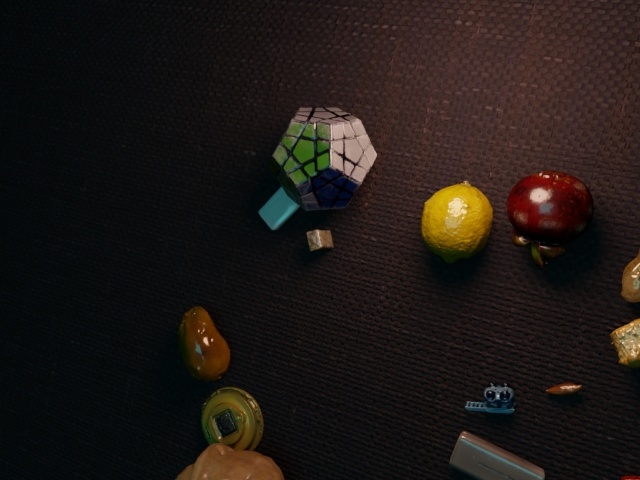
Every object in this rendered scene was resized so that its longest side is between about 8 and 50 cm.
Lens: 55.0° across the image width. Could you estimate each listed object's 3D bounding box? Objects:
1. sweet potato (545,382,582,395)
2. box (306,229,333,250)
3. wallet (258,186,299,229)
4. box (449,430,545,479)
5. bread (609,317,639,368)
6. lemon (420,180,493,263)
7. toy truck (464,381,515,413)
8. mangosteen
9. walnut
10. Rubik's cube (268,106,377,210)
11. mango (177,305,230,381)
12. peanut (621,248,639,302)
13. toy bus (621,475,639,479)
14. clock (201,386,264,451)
[{"bbox_3d":[0.654,0.400,1.650,0.095,0.034,0.034,-15,83,32],"label":"sweet potato"},{"bbox_3d":[0.000,0.000,1.884,0.045,0.098,0.062,-16,81,26],"label":"box"},{"bbox_3d":[-0.113,-0.121,1.968,0.190,0.033,0.095,-43,76,16],"label":"wallet"},{"bbox_3d":[0.486,0.626,1.697,0.243,0.055,0.103,22,97,20],"label":"box"},{"bbox_3d":[0.840,0.231,1.505,0.245,0.174,0.121,-23,76,12],"label":"bread"},{"bbox_3d":[0.372,-0.050,1.688,0.192,0.192,0.231,14,100,21],"label":"lemon"},{"bbox_3d":[0.469,0.438,1.710,0.136,0.063,0.074,-2,107,25],"label":"toy truck"},{"bbox_3d":[0.591,-0.052,1.602,0.215,0.215,0.258,9,113,22],"label":"mangosteen"},{"bbox_3d":[-0.280,0.786,1.833,0.381,0.381,0.381,-1,88,22],"label":"walnut"},{"bbox_3d":[0.004,-0.240,1.800,0.319,0.319,0.264,-23,53,20],"label":"Rubik's cube"},{"bbox_3d":[-0.385,0.339,2.017,0.156,0.151,0.249,-15,75,-11],"label":"mango"},{"bbox_3d":[0.831,0.071,1.561,0.089,0.089,0.193,33,105,19],"label":"peanut"},{"bbox_3d":[0.861,0.639,1.537,0.195,0.081,0.089,-8,76,22],"label":"toy bus"},{"bbox_3d":[-0.299,0.599,2.011,0.237,0.057,0.237,-1,88,23],"label":"clock"}]
